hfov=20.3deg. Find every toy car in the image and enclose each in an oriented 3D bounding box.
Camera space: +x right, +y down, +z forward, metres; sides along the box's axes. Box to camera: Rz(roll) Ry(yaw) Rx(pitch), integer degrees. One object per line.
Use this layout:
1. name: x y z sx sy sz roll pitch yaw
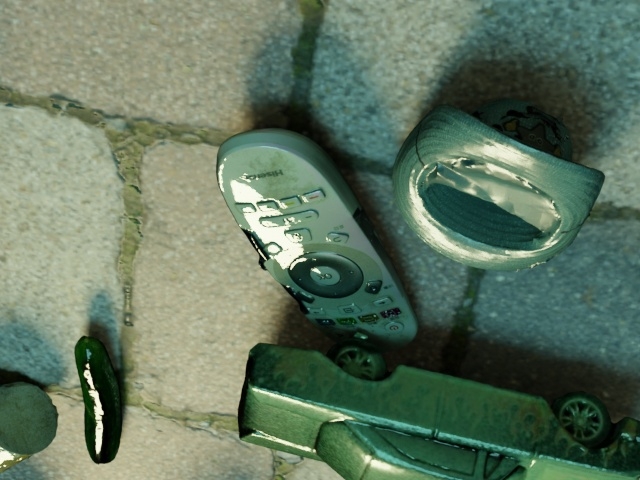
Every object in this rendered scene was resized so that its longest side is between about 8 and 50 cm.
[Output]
1. toy car: 0.092 0.160 1.409 0.320 0.097 0.141 13 154 0

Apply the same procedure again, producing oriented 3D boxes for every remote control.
1. remote control: 0.000 0.002 1.326 0.097 0.045 0.256 -7 136 23

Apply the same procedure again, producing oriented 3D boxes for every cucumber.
1. cucumber: -0.186 0.138 1.517 0.036 0.033 0.184 -6 138 -6

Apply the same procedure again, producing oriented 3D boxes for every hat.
1. hat: 0.127 -0.050 1.225 0.138 0.078 0.191 27 154 -3

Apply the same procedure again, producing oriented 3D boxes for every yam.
1. yam: -0.311 0.181 1.558 0.179 0.078 0.078 -26 125 34
